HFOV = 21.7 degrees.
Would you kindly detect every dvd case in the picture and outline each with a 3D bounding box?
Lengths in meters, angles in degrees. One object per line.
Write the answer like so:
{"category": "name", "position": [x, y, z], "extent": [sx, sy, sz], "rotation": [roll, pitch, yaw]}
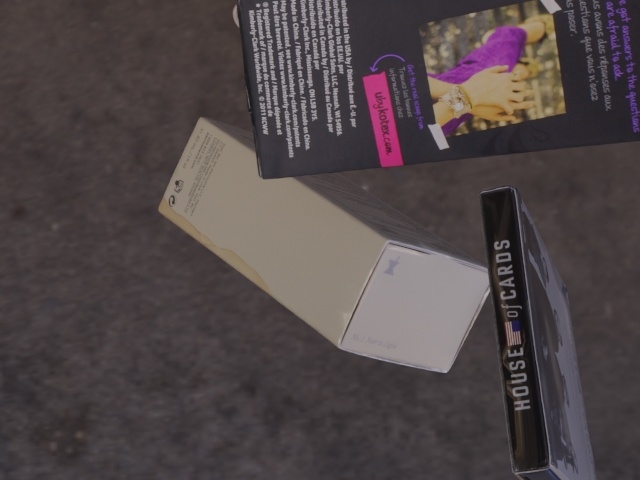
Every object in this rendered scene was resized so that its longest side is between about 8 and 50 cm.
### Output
{"category": "dvd case", "position": [0.148, 0.085, 1.109], "extent": [0.238, 0.030, 0.179], "rotation": [49, 34, -67]}

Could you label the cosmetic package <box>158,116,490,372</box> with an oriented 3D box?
{"category": "cosmetic package", "position": [0.000, 0.000, 1.604], "extent": [0.160, 0.309, 0.113], "rotation": [17, 103, -43]}

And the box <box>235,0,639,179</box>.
{"category": "box", "position": [0.080, -0.152, 1.148], "extent": [0.165, 0.270, 0.143], "rotation": [-97, -178, -58]}

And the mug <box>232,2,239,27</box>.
{"category": "mug", "position": [-0.022, -0.260, 1.356], "extent": [0.150, 0.113, 0.169], "rotation": [20, 67, -39]}
